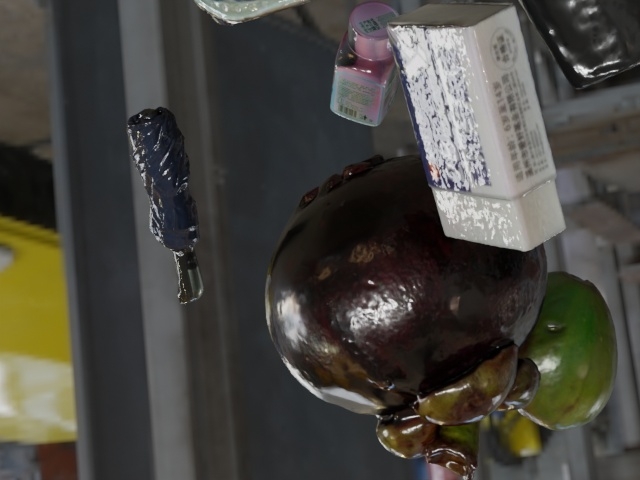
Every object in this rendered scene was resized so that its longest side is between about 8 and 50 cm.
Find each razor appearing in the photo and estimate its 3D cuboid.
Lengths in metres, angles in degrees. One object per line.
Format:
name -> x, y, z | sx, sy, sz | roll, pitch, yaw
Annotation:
razor -> 0.211, -0.304, 1.328 | 0.189, 0.327, 0.107 | -31, -179, -17

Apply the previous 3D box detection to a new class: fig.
fig -> 0.281, 0.131, 1.874 | 0.181, 0.191, 0.181 | 21, -162, -7

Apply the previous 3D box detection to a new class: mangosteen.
mangosteen -> 0.102, 0.081, 1.608 | 0.307, 0.347, 0.307 | -26, 178, -1

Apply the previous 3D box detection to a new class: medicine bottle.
medicine bottle -> 0.078, -0.281, 2.386 | 0.094, 0.119, 0.188 | 20, 148, 9

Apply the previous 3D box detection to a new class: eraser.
eraser -> 0.137, -0.101, 1.351 | 0.068, 0.210, 0.124 | -28, -158, -29

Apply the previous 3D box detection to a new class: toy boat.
toy boat -> -0.078, -0.352, 1.971 | 0.262, 0.115, 0.114 | -9, -161, 39

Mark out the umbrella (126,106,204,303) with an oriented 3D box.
umbrella -> -0.166, -0.038, 1.765 | 0.071, 0.248, 0.071 | -12, -154, 6
